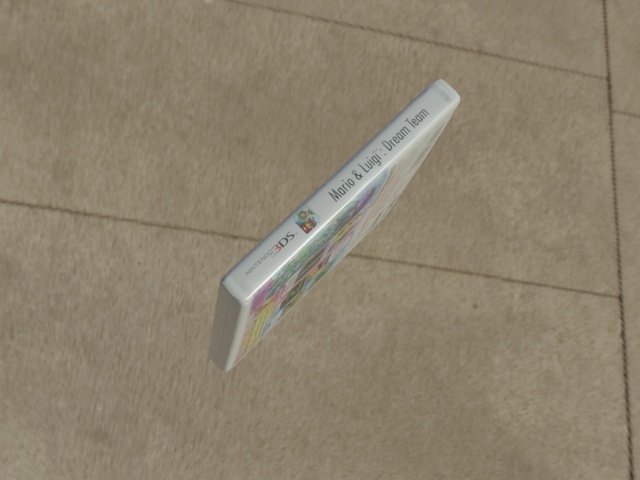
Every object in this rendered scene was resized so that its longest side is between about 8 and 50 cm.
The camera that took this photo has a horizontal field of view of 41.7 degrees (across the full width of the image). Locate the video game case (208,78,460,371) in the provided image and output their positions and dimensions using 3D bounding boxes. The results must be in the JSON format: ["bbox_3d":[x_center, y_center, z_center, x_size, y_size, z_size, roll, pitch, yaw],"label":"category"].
[{"bbox_3d":[0.000,0.000,0.435,0.019,0.157,0.143,44,70,7],"label":"video game case"}]
